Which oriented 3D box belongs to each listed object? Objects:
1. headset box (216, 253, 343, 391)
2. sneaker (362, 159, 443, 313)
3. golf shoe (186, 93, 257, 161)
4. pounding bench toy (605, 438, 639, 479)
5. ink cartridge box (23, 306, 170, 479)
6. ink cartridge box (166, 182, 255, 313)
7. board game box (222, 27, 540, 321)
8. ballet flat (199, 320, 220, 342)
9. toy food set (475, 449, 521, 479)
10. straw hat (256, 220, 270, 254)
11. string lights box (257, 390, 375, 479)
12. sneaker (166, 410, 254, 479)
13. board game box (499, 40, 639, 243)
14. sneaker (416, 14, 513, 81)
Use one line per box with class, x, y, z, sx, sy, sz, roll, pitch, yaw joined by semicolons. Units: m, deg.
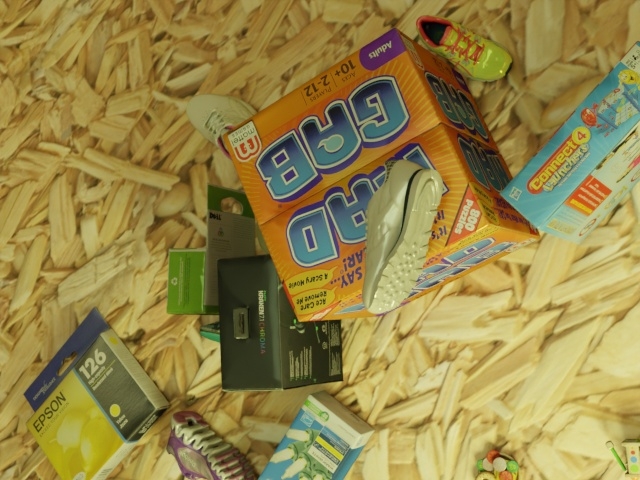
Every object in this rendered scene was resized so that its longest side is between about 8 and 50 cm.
headset box;-0.075;0.155;1.760;0.131;0.283;0.246;-5;85;25
sneaker;0.107;-0.006;1.408;0.095;0.090;0.235;21;94;37
golf shoe;-0.177;-0.225;1.919;0.306;0.140;0.115;33;102;26
pounding bench toy;0.527;0.372;1.577;0.083;0.052;0.065;-6;84;26
ink cartridge box;-0.526;0.361;2.088;0.307;0.072;0.303;47;106;19
ink cartridge box;-0.217;0.024;1.893;0.097;0.189;0.255;-3;84;28
board game box;0.116;-0.093;1.642;0.356;0.356;0.356;-28;76;22
ballet flat;-0.162;0.193;1.931;0.188;0.070;0.070;15;93;24
toy food set;0.323;0.424;1.691;0.083;0.020;0.082;7;89;27
straw hat;-0.087;-0.033;1.903;0.144;0.061;0.144;-2;85;27
string lights box;-0.021;0.441;1.827;0.133;0.077;0.259;35;102;23
sneaker;-0.236;0.461;1.930;0.236;0.095;0.104;37;109;28
board game box;0.460;-0.142;1.506;0.302;0.308;0.086;-49;67;14
sneaker;0.260;-0.361;1.739;0.208;0.094;0.081;30;98;23
